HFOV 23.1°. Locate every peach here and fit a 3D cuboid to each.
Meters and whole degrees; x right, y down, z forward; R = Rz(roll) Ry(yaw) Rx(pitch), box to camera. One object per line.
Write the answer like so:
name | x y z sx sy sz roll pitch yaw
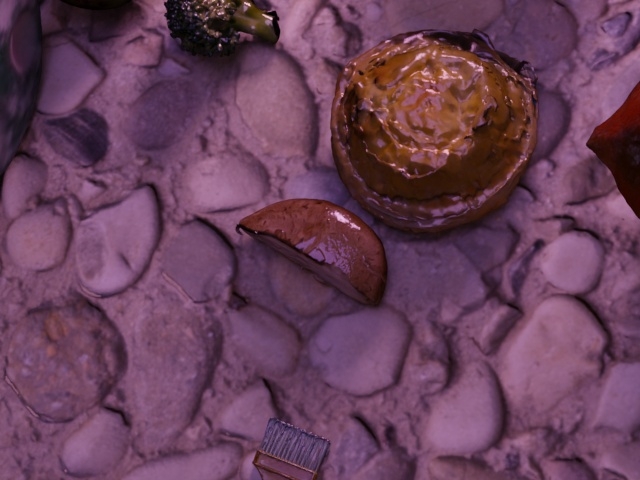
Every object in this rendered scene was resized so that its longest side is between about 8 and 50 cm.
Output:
peach | 0.433 -0.112 1.784 0.257 0.232 0.232 10 69 -1

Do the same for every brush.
brush | -0.063 0.317 1.828 0.082 0.010 0.218 17 72 19

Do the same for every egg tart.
egg tart | 0.142 -0.153 1.931 0.291 0.107 0.291 -4 67 11

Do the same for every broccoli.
broccoli | -0.124 -0.309 2.058 0.160 0.167 0.154 18 105 -9

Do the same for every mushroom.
mushroom | -0.001 -0.001 1.918 0.210 0.072 0.094 32 68 23

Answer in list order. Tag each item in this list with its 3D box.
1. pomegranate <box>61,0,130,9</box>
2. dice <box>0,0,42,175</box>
pomegranate | -0.279 -0.408 2.104 0.248 0.202 0.202 -12 62 -24
dice | -0.572 -0.237 2.004 0.330 0.328 0.348 8 69 16
